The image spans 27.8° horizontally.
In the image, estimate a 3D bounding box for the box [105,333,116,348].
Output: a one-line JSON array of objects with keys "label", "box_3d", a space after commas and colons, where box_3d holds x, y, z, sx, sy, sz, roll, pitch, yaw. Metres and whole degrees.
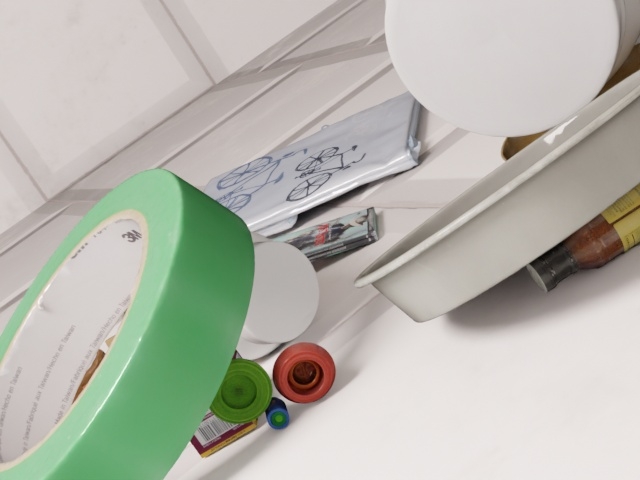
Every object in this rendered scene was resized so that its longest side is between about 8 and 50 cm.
[{"label": "box", "box_3d": [-0.136, 0.074, 1.390, 0.201, 0.021, 0.164, -36, 15, -9]}]

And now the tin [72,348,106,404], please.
[{"label": "tin", "box_3d": [-0.292, 0.165, 1.392, 0.189, 0.040, 0.106, -17, 25, 46]}]

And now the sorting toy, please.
[{"label": "sorting toy", "box_3d": [-0.039, 0.110, 0.992, 0.102, 0.061, 0.042, -11, 13, -6]}]

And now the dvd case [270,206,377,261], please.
[{"label": "dvd case", "box_3d": [0.000, 0.000, 1.314, 0.119, 0.013, 0.087, -17, 17, 7]}]

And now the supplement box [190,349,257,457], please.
[{"label": "supplement box", "box_3d": [-0.082, 0.130, 1.046, 0.055, 0.043, 0.083, -32, 14, 8]}]

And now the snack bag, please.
[{"label": "snack bag", "box_3d": [-0.020, -0.080, 1.609, 0.342, 0.037, 0.323, -24, 16, 14]}]

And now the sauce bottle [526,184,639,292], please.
[{"label": "sauce bottle", "box_3d": [0.203, -0.010, 0.909, 0.128, 0.042, 0.042, -31, 14, -2]}]

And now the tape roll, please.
[{"label": "tape roll", "box_3d": [-0.182, 0.095, 1.056, 0.321, 0.077, 0.321, -42, 28, 29]}]

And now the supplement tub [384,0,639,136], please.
[{"label": "supplement tub", "box_3d": [0.191, -0.259, 1.207, 0.235, 0.235, 0.325, -24, 23, 30]}]

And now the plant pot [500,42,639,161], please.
[{"label": "plant pot", "box_3d": [0.272, -0.122, 1.153, 0.236, 0.032, 0.236, -30, 16, 9]}]

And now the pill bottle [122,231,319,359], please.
[{"label": "pill bottle", "box_3d": [-0.092, 0.052, 1.175, 0.117, 0.118, 0.208, -41, 17, -28]}]

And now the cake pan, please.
[{"label": "cake pan", "box_3d": [0.156, -0.034, 0.942, 0.293, 0.054, 0.293, -36, 0, 0]}]
